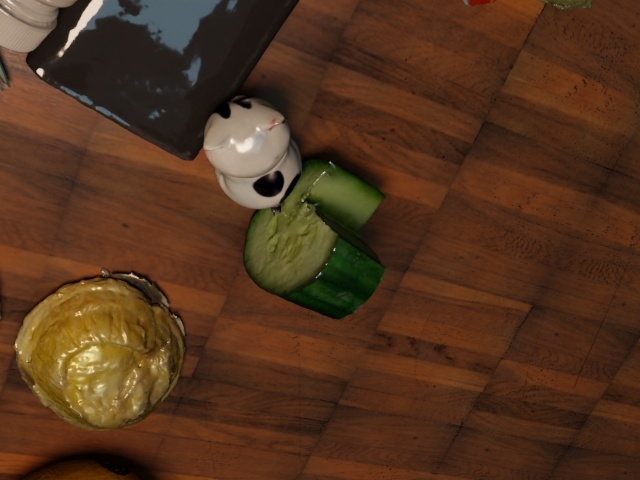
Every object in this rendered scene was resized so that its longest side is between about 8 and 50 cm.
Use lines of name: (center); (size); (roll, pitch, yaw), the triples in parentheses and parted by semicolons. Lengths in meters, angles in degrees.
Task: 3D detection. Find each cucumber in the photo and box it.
cucumber: (-0.005, 0.008, 1.131); (0.130, 0.191, 0.191); (23, 108, -28)

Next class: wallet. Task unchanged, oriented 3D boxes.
wallet: (-0.131, -0.304, 0.978); (0.228, 0.062, 0.406); (28, 107, -31)

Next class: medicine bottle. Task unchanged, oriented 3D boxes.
medicine bottle: (-0.281, -0.282, 0.881); (0.168, 0.105, 0.105); (-40, 125, 22)

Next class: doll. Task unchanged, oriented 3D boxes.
doll: (-0.082, -0.108, 1.051); (0.110, 0.107, 0.181); (-27, 155, -3)

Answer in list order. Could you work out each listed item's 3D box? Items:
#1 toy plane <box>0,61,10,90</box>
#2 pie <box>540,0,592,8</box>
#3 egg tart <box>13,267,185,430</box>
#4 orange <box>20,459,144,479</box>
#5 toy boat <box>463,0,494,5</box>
toy plane: (-0.409, -0.249, 0.909); (0.096, 0.060, 0.235); (-25, 127, -14)
pie: (0.281, -0.489, 0.951); (0.395, 0.180, 0.418); (-47, 127, -5)
egg tart: (-0.288, 0.165, 1.169); (0.231, 0.098, 0.252); (0, 114, -24)
orange: (-0.331, 0.438, 1.201); (0.274, 0.274, 0.274); (-9, 121, -15)
toy boat: (0.239, -0.349, 1.087); (0.173, 0.059, 0.069); (-29, 125, -10)
